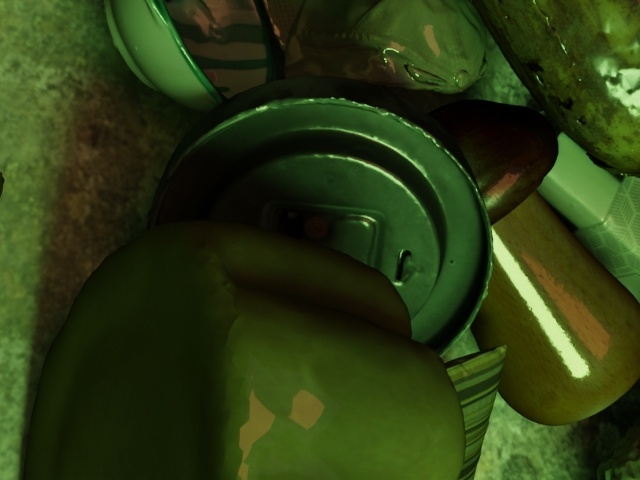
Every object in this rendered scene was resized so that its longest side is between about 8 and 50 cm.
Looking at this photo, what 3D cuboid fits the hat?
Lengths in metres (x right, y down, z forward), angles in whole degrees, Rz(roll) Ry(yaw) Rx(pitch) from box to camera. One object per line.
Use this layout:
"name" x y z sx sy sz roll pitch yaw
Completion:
"hat" 0.050 -0.242 1.297 0.214 0.149 0.245 -27 107 -43

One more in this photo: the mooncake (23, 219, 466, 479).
"mooncake" -0.058 0.181 1.026 0.200 0.378 0.379 8 76 -31

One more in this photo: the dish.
"dish" -0.122 -0.197 1.207 0.224 0.078 0.246 26 49 -60

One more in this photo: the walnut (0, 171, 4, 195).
"walnut" -0.326 -0.017 1.040 0.245 0.137 0.137 -38 100 -32

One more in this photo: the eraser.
"eraser" 0.351 0.023 1.464 0.404 0.096 0.098 39 64 -20

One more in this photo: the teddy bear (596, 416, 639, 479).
"teddy bear" 0.386 0.197 1.339 0.357 0.224 0.368 -6 108 -41

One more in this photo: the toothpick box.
"toothpick box" 0.168 0.015 1.304 0.192 0.192 0.294 -46 110 -30

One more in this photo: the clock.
"clock" 0.000 0.000 1.168 0.280 0.280 0.055 38 25 -20

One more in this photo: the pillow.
"pillow" 0.099 0.181 1.250 0.113 0.038 0.203 -16 132 -33

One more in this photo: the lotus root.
"lotus root" 0.240 -0.210 1.286 0.397 0.179 0.196 56 16 -4
